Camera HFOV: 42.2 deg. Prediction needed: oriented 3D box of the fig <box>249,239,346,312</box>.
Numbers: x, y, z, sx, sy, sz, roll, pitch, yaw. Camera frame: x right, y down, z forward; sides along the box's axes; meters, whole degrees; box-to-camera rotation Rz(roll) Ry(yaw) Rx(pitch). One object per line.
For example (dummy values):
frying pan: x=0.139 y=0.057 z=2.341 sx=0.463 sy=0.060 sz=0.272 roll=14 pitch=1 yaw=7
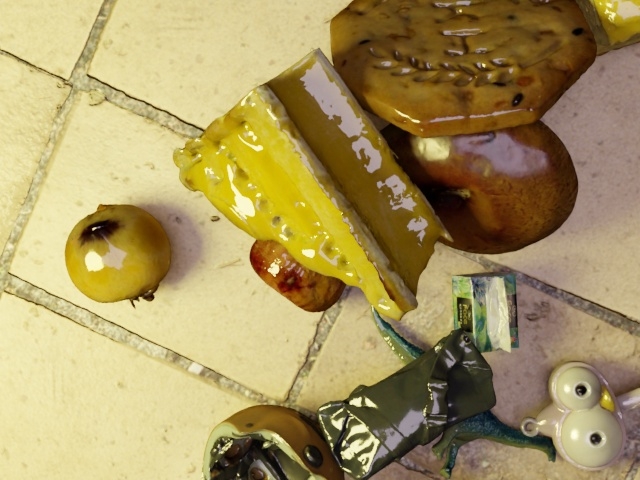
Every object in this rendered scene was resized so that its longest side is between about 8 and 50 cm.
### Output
fig: x=0.000 y=0.000 z=1.170 sx=0.201 sy=0.146 sz=0.134 roll=-50 pitch=48 yaw=12

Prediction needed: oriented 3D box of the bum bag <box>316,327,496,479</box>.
bum bag: x=0.119 y=0.226 z=1.138 sx=0.248 sy=0.060 sz=0.123 roll=-33 pitch=67 yaw=4

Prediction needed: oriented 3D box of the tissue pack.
tissue pack: x=0.241 y=0.103 z=1.182 sx=0.085 sy=0.079 sz=0.111 roll=-4 pitch=92 yaw=-25

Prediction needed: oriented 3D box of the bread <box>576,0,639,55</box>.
bread: x=0.483 y=-0.451 z=1.115 sx=0.324 sy=0.143 sz=0.333 roll=-13 pitch=92 yaw=6

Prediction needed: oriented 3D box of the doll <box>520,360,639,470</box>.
doll: x=0.462 y=0.219 z=1.174 sx=0.365 sy=0.094 sz=0.160 roll=-19 pitch=89 yaw=7

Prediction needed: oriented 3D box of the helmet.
helmet: x=-0.053 y=0.323 z=1.191 sx=0.224 sy=0.130 sz=0.198 roll=36 pitch=128 yaw=4

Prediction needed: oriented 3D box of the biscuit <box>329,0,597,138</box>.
biscuit: x=0.181 y=-0.269 z=1.092 sx=0.359 sy=0.046 sz=0.359 roll=-4 pitch=51 yaw=5

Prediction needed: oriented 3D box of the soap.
soap: x=-0.020 y=-0.044 z=1.127 sx=0.169 sy=0.304 sz=0.338 roll=-40 pitch=99 yaw=-28

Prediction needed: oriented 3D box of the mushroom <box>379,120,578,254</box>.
mushroom: x=0.225 y=-0.096 z=1.136 sx=0.254 sy=0.267 sz=0.267 roll=-30 pitch=91 yaw=-27

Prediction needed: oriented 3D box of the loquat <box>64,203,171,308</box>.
loquat: x=-0.292 y=0.022 z=1.198 sx=0.163 sy=0.137 sz=0.163 roll=1 pitch=86 yaw=-14

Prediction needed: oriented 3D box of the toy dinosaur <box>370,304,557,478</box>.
toy dinosaur: x=0.181 y=0.239 z=1.209 sx=0.363 sy=0.076 sz=0.147 roll=43 pitch=70 yaw=1
